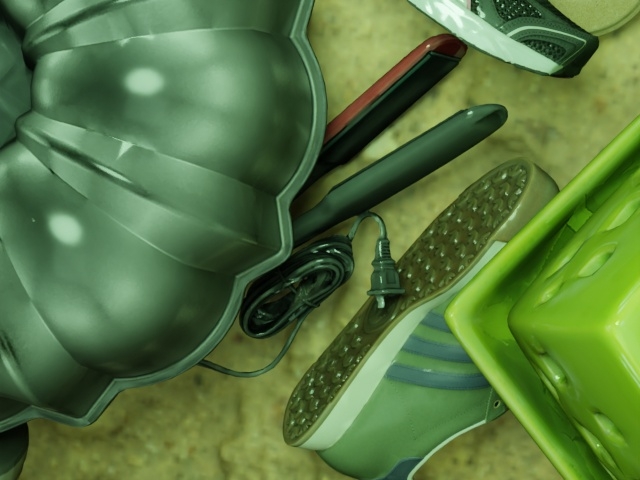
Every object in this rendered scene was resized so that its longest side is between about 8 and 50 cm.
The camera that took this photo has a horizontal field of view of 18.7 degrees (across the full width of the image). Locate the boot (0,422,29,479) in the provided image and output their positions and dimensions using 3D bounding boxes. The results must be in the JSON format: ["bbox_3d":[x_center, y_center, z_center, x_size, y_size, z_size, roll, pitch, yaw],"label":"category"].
[{"bbox_3d":[-0.342,0.177,1.021,0.377,0.138,0.284,9,110,6],"label":"boot"}]

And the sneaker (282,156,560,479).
[{"bbox_3d":[0.071,0.050,0.984,0.086,0.064,0.192,35,106,-23],"label":"sneaker"}]

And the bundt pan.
[{"bbox_3d":[-0.164,-0.071,0.864,0.331,0.124,0.330,0,89,5],"label":"bundt pan"}]

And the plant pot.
[{"bbox_3d":[0.206,0.044,0.862,0.228,0.207,0.227,-44,105,-18],"label":"plant pot"}]

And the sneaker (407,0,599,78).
[{"bbox_3d":[0.059,-0.145,0.892,0.178,0.072,0.077,37,102,3],"label":"sneaker"}]

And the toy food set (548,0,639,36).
[{"bbox_3d":[0.121,-0.136,0.926,0.083,0.020,0.082,44,108,-12],"label":"toy food set"}]

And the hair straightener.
[{"bbox_3d":[0.000,0.000,0.957,0.230,0.047,0.089,-37,73,17],"label":"hair straightener"}]
